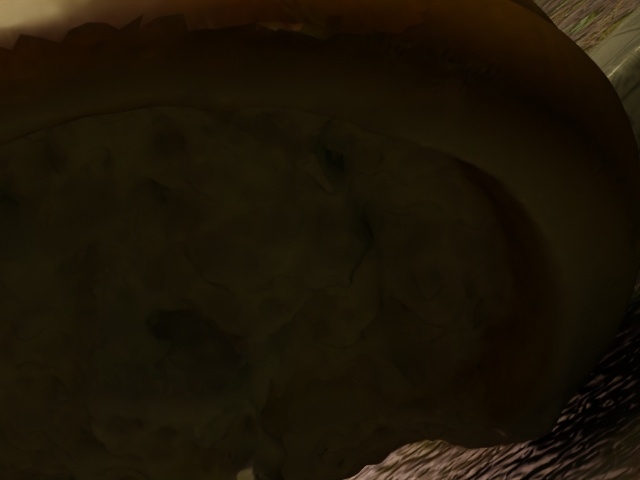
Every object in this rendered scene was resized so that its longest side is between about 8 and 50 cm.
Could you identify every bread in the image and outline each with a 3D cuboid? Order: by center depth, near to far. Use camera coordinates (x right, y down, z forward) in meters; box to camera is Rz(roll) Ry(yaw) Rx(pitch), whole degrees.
[{"bbox_3d":[-0.059,-0.010,0.873,0.424,0.329,0.245,-6,24,0],"label":"bread"}]

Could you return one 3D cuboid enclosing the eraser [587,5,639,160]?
[{"bbox_3d":[0.184,-0.059,1.036,0.404,0.098,0.096,-42,10,-9],"label":"eraser"}]
